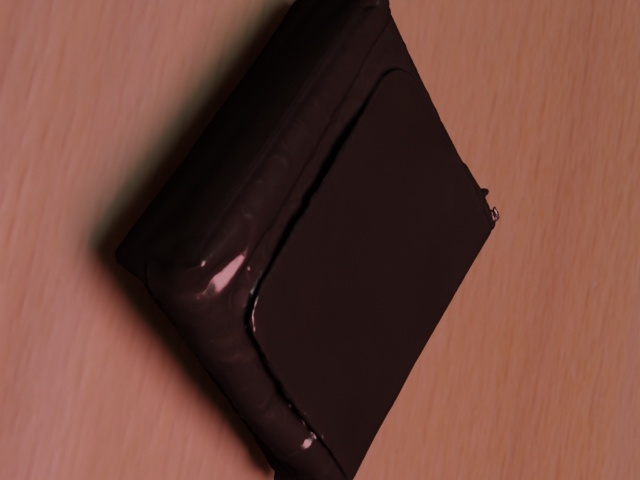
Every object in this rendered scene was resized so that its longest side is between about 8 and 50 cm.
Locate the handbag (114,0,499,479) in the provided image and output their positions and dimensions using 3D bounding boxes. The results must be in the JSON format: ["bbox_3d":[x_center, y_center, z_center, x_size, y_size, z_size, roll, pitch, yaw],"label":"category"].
[{"bbox_3d":[0.000,0.000,1.004,0.247,0.080,0.223,-58,137,-30],"label":"handbag"}]
